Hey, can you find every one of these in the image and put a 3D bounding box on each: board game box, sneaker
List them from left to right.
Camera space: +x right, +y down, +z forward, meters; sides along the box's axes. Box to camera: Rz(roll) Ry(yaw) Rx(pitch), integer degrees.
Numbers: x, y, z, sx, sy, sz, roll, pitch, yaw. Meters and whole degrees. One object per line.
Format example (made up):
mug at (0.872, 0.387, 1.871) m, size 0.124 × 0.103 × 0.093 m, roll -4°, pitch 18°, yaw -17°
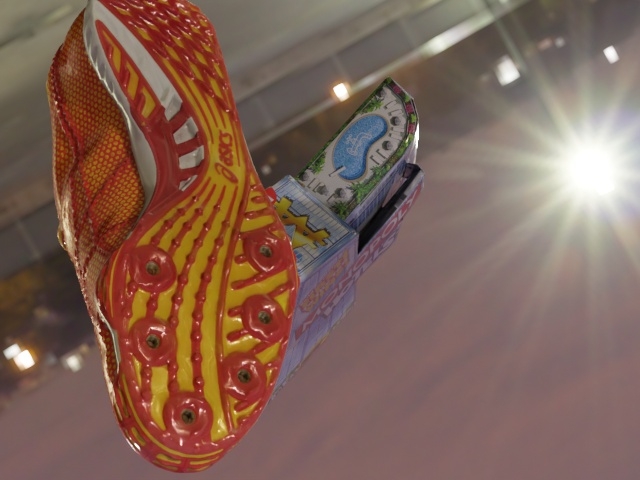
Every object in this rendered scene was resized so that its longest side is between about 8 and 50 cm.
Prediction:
sneaker at (-0.050, -0.001, 0.545) m, size 0.064 × 0.175 × 0.067 m, roll 11°, pitch 137°, yaw -25°
board game box at (0.000, 0.000, 1.101) m, size 0.194 × 0.060 × 0.194 m, roll -48°, pitch 169°, yaw -13°
